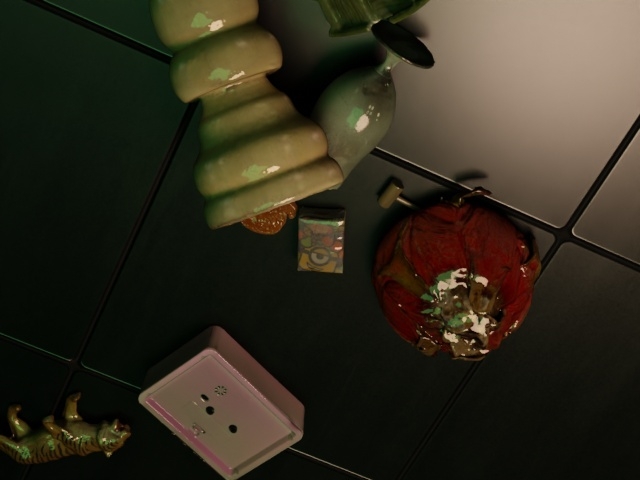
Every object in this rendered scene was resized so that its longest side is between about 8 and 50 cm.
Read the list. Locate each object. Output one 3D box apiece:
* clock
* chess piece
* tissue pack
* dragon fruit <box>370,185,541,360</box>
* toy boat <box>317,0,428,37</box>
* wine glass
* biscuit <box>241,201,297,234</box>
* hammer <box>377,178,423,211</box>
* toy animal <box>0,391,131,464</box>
[{"bbox_3d":[-0.137,0.229,1.843,0.150,0.063,0.197,-35,113,23],"label":"clock"},{"bbox_3d":[-0.098,-0.178,1.500,0.167,0.167,0.300,-18,95,15],"label":"chess piece"},{"bbox_3d":[0.000,0.000,1.704,0.063,0.035,0.083,3,123,4],"label":"tissue pack"},{"bbox_3d":[0.172,0.075,1.666,0.223,0.148,0.218,-34,118,24],"label":"dragon fruit"},{"bbox_3d":[0.081,-0.286,1.418,0.055,0.293,0.093,-30,97,-25],"label":"toy boat"},{"bbox_3d":[0.044,-0.157,1.569,0.093,0.093,0.202,27,119,-12],"label":"wine glass"},{"bbox_3d":[-0.067,-0.049,1.690,0.078,0.015,0.091,17,122,-4],"label":"biscuit"},{"bbox_3d":[0.127,-0.038,1.681,0.110,0.019,0.035,28,120,-16],"label":"hammer"},{"bbox_3d":[-0.395,0.282,1.900,0.241,0.057,0.099,-13,120,12],"label":"toy animal"}]
